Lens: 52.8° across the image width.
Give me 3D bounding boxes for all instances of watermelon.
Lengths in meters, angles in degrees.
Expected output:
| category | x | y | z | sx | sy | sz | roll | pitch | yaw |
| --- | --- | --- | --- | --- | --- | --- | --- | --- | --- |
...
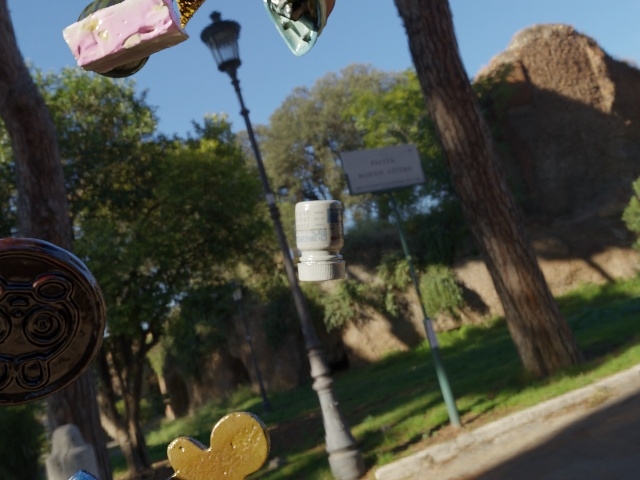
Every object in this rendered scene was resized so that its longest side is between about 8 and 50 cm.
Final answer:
| category | x | y | z | sx | sy | sz | roll | pitch | yaw |
| --- | --- | --- | --- | --- | --- | --- | --- | --- | --- |
| watermelon | -0.562 | -0.552 | 1.757 | 0.212 | 0.212 | 0.212 | -15 | -8 | -2 |

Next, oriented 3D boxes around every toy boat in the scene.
| category | x | y | z | sx | sy | sz | roll | pitch | yaw |
| --- | --- | --- | --- | --- | --- | --- | --- | --- | --- |
| toy boat | -0.063 | -0.436 | 1.099 | 0.133 | 0.145 | 0.332 | -50 | -22 | -10 |

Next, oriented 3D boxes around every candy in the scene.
| category | x | y | z | sx | sy | sz | roll | pitch | yaw |
| --- | --- | --- | --- | --- | --- | --- | --- | --- | --- |
| candy | -0.465 | -0.504 | 1.561 | 0.265 | 0.116 | 0.155 | -20 | 11 | 4 |

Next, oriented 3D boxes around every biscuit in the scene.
| category | x | y | z | sx | sy | sz | roll | pitch | yaw |
| --- | --- | --- | --- | --- | --- | --- | --- | --- | --- |
| biscuit | -0.707 | 0.197 | 1.507 | 0.407 | 0.408 | 0.091 | -11 | 17 | -25 |
| biscuit | -0.198 | 0.432 | 1.139 | 0.302 | 0.196 | 0.049 | -53 | -8 | 1 |

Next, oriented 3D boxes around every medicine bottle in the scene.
| category | x | y | z | sx | sy | sz | roll | pitch | yaw |
| --- | --- | --- | --- | --- | --- | --- | --- | --- | --- |
| medicine bottle | 0.000 | 0.000 | 1.384 | 0.104 | 0.168 | 0.105 | -3 | 1 | 0 |

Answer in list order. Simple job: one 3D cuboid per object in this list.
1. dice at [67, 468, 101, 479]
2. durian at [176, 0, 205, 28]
| category | x | y | z | sx | sy | sz | roll | pitch | yaw |
| --- | --- | --- | --- | --- | --- | --- | --- | --- | --- |
| dice | -0.282 | 0.370 | 0.765 | 0.143 | 0.146 | 0.146 | -49 | 7 | -26 |
| durian | -0.279 | -0.632 | 1.490 | 0.186 | 0.261 | 0.154 | -21 | -48 | -8 |
